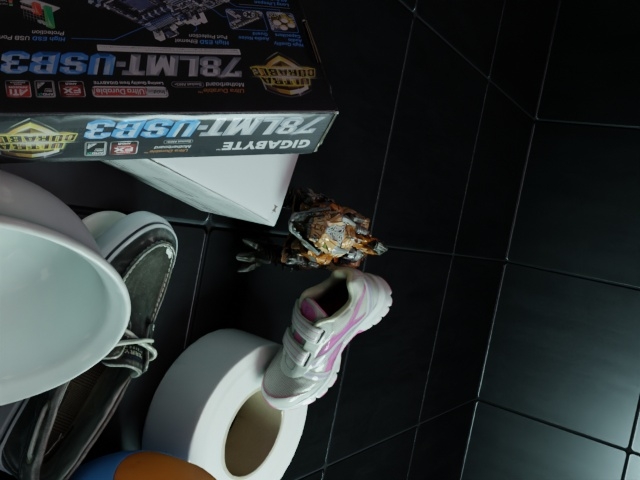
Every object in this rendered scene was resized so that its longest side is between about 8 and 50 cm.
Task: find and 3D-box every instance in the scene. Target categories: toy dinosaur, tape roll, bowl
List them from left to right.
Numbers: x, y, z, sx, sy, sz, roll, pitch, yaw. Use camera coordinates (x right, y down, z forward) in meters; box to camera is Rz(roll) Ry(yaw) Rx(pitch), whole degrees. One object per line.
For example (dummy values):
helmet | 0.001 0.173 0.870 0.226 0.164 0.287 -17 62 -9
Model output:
bowl | -0.322 0.026 0.528 0.298 0.297 0.134 41 24 -54
tape roll | -0.140 0.288 0.981 0.286 0.100 0.286 -26 122 -51
toy dinosaur | 0.000 0.000 0.958 0.322 0.218 0.164 70 36 -63

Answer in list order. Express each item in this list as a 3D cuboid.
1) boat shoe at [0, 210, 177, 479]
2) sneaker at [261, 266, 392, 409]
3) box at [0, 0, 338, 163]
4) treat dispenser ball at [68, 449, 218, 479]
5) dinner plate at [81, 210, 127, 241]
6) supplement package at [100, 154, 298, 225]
boat shoe | -0.246 0.128 0.723 0.121 0.119 0.335 41 72 -54
sneaker | -0.010 0.133 0.915 0.252 0.103 0.111 -53 138 -6
box | -0.162 -0.208 0.546 0.295 0.073 0.293 -7 67 -25
treat dispenser ball | -0.220 0.395 0.722 0.288 0.288 0.288 -25 121 -51
dinner plate | -0.267 0.034 0.779 0.141 0.017 0.141 -28 125 -51
supplement package | -0.150 -0.161 0.770 0.262 0.145 0.204 30 76 -56
